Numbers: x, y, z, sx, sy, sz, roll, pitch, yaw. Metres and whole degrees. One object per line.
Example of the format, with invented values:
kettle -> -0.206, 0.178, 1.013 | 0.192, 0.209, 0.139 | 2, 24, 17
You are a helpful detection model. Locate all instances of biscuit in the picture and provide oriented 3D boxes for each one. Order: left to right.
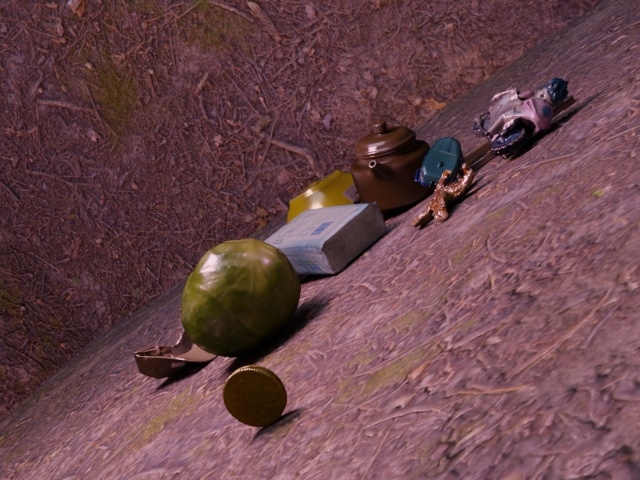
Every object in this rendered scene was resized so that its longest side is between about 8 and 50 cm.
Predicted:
biscuit -> -0.084, 0.199, 1.204 | 0.084, 0.084, 0.023 | -33, 8, 19

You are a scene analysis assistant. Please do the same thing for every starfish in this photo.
starfish -> 0.239, -0.078, 1.766 | 0.150, 0.053, 0.209 | -46, 7, 24

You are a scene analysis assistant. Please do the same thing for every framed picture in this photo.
framed picture -> 0.404, -0.228, 2.034 | 0.281, 0.019, 0.209 | -35, 7, 3

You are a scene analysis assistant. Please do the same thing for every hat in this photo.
hat -> -0.278, 0.245, 1.971 | 0.173, 0.144, 0.166 | 27, 47, 31

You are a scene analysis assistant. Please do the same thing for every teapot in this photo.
teapot -> 0.159, -0.185, 2.086 | 0.186, 0.175, 0.267 | -9, 22, 23

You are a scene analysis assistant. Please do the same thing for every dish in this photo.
dish -> 0.016, -0.097, 2.277 | 0.262, 0.108, 0.221 | -38, 7, -35

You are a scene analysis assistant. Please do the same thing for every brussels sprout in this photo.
brussels sprout -> -0.146, 0.102, 1.706 | 0.244, 0.244, 0.244 | -35, 7, 5

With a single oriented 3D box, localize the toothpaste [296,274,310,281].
toothpaste -> -0.036, 0.065, 2.077 | 0.233, 0.038, 0.060 | -34, 18, -9

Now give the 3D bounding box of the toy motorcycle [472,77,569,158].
toy motorcycle -> 0.407, -0.253, 1.870 | 0.204, 0.108, 0.239 | -38, 32, 10

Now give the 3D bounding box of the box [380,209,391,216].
box -> 0.072, -0.038, 2.221 | 0.269, 0.043, 0.152 | -28, 10, 46

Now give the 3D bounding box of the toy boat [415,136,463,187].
toy boat -> 0.253, -0.149, 1.960 | 0.110, 0.091, 0.175 | 93, -162, -47

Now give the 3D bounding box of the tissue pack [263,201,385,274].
tissue pack -> 0.000, 0.000, 2.005 | 0.177, 0.089, 0.263 | -38, 17, -30
